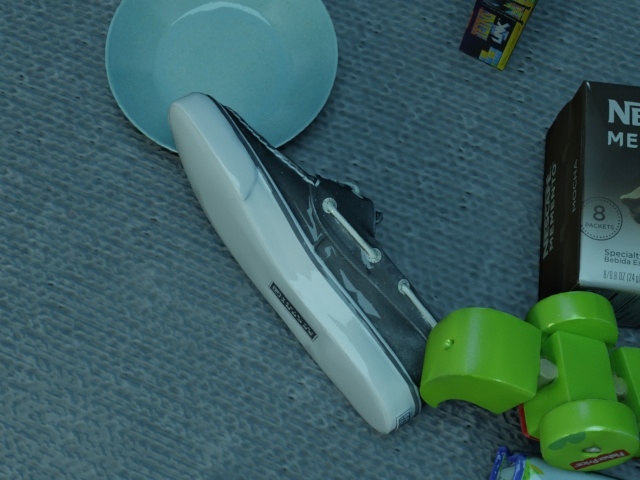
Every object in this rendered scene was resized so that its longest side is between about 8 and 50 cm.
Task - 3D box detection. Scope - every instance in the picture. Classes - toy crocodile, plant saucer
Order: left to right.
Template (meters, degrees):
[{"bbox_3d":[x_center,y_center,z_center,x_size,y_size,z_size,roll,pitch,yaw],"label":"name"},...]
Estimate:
[{"bbox_3d":[-0.082,-0.152,0.934,0.195,0.037,0.195,1,72,-2],"label":"plant saucer"},{"bbox_3d":[0.236,0.122,0.810,0.340,0.105,0.115,13,52,-20],"label":"toy crocodile"}]

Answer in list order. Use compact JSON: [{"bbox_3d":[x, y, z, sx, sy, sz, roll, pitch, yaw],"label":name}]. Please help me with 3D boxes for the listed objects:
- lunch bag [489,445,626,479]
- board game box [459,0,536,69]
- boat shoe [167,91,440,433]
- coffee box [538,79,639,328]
[{"bbox_3d":[0.176,0.240,0.797,0.129,0.096,0.151,17,85,0],"label":"lunch bag"},{"bbox_3d":[0.181,-0.249,0.924,0.048,0.141,0.170,27,73,4],"label":"board game box"},{"bbox_3d":[0.000,0.000,0.850,0.102,0.108,0.301,-36,85,-20],"label":"boat shoe"},{"bbox_3d":[0.332,-0.013,0.868,0.297,0.119,0.168,7,73,-1],"label":"coffee box"}]
